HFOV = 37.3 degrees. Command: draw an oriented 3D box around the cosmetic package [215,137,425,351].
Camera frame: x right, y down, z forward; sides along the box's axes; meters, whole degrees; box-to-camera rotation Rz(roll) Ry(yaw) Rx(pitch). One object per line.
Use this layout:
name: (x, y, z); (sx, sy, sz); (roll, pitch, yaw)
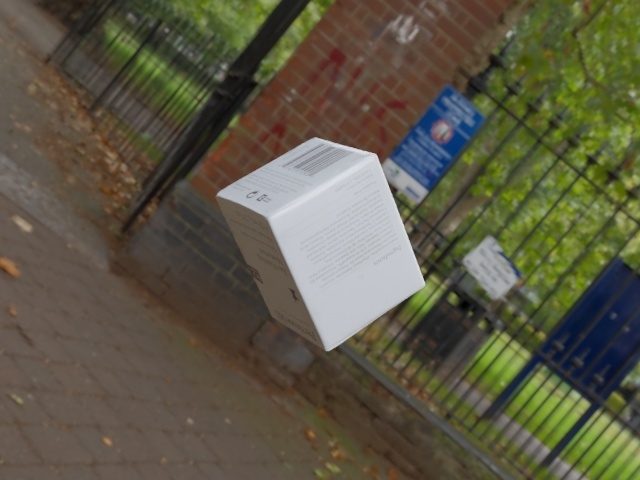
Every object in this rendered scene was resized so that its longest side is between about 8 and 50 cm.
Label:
cosmetic package: (0.000, 0.000, 1.114); (0.151, 0.151, 0.184); (24, -39, 59)
